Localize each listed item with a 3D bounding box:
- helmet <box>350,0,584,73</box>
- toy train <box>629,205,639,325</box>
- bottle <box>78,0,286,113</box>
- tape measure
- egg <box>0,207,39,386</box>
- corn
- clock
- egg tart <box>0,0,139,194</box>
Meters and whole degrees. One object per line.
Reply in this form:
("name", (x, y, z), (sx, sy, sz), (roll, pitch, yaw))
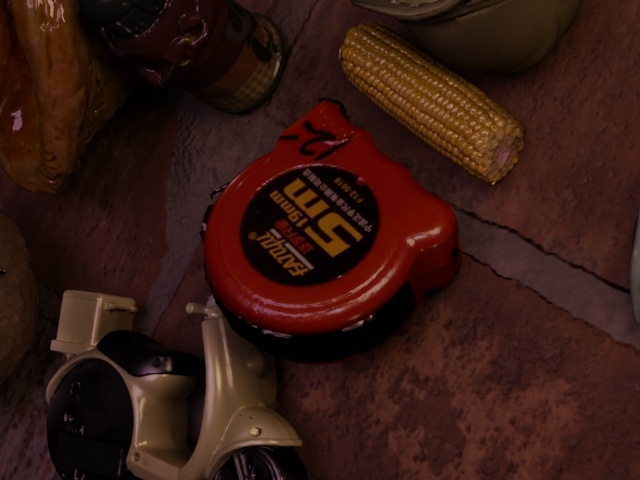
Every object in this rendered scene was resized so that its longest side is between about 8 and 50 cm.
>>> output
("helmet", (0.172, -0.240, 1.005), (0.257, 0.137, 0.204), (5, 43, 50))
("toy train", (0.321, -0.045, 0.907), (0.048, 0.055, 0.252), (19, 88, 34))
("bottle", (-0.160, -0.239, 1.131), (0.156, 0.271, 0.143), (14, 86, 34))
("tape measure", (0.000, 0.001, 1.026), (0.260, 0.114, 0.253), (-39, 58, -11))
("egg", (-0.500, 0.076, 1.284), (0.279, 0.279, 0.310), (-7, 76, 31))
("corn", (0.112, -0.155, 1.052), (0.248, 0.081, 0.081), (43, 102, 32))
("clock", (-0.170, 0.181, 1.133), (0.379, 0.120, 0.277), (0, 82, 33))
("egg tart", (-0.347, -0.286, 1.277), (0.443, 0.178, 0.443), (30, 125, 56))
